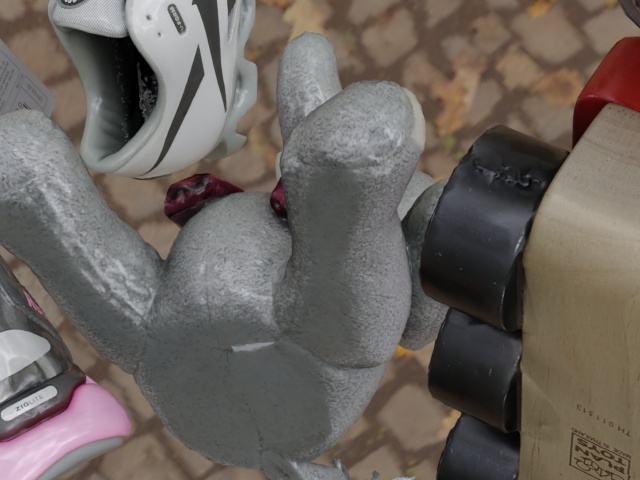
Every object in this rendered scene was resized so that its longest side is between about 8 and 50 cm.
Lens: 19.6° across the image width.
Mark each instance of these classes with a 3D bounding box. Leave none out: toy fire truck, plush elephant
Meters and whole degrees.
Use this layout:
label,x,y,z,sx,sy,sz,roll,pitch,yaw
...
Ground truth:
label,x,y,z,sx,sy,sz,roll,pitch,yaw
toy fire truck,0.130,-0.023,0.643,0.158,0.217,0.246,25,61,22
plush elephant,0.000,0.000,1.102,0.330,0.272,0.255,65,30,-28

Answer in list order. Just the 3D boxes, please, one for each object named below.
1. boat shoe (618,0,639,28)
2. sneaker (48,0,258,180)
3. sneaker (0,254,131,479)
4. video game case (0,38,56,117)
label,x,y,z,sx,sy,sz,roll,pitch,yaw
boat shoe,0.237,-0.094,0.511,0.324,0.116,0.096,-5,36,-9
sneaker,-0.116,-0.196,1.246,0.146,0.122,0.330,-26,119,-52
sneaker,-0.080,0.023,0.369,0.047,0.119,0.057,-35,100,-28
video game case,-0.322,-0.030,1.270,0.036,0.300,0.329,12,70,27
